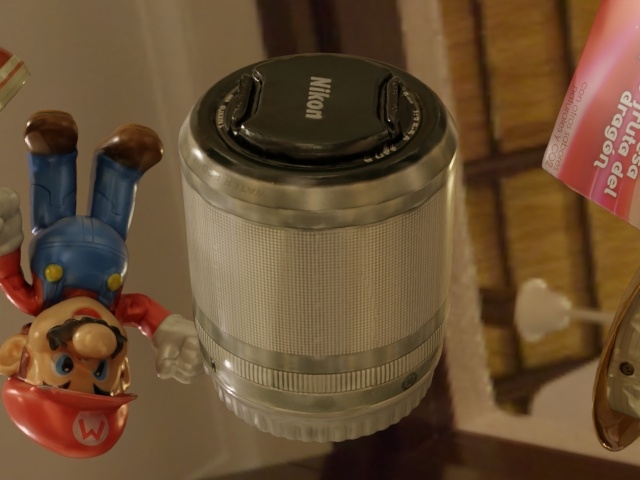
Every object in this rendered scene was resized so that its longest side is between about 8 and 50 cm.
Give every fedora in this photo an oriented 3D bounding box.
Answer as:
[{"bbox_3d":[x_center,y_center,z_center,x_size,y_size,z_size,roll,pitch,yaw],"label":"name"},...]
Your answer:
[{"bbox_3d":[0.279,0.083,1.077,0.194,0.079,0.194,-36,-42,-41],"label":"fedora"}]

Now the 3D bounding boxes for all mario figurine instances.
[{"bbox_3d":[-0.206,0.036,1.282,0.170,0.198,0.320,56,-149,-67],"label":"mario figurine"}]

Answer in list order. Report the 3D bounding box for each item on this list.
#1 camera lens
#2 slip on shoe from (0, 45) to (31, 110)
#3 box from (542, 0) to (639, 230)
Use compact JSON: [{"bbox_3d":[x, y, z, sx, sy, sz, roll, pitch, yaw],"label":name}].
[{"bbox_3d":[0.000,0.000,1.168,0.219,0.219,0.274,-37,-42,-39],"label":"camera lens"},{"bbox_3d":[-0.404,-0.084,1.307,0.101,0.331,0.123,44,-153,-15],"label":"slip on shoe"},{"bbox_3d":[0.210,-0.115,0.569,0.128,0.122,0.257,8,-71,-32],"label":"box"}]
